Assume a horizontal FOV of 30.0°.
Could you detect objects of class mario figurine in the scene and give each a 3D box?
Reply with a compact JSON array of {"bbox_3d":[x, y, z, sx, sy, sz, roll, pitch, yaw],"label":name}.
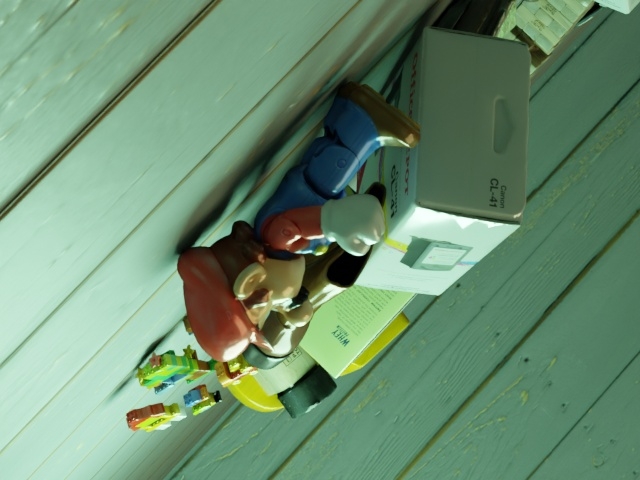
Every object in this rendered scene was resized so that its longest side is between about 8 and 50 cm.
[{"bbox_3d":[-0.010,0.000,1.247,0.320,0.170,0.198,-52,159,3],"label":"mario figurine"}]

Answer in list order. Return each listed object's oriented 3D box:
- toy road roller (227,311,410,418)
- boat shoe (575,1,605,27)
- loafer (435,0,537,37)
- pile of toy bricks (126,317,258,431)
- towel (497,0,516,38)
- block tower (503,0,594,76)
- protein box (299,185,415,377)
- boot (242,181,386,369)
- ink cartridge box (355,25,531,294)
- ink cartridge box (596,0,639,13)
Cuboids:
[{"bbox_3d":[-0.034,0.158,2.083,0.329,0.202,0.240,-39,-177,-28],"label":"toy road roller"},{"bbox_3d":[0.564,-0.516,2.399,0.079,0.095,0.254,-57,-171,-33],"label":"boat shoe"},{"bbox_3d":[0.223,-0.293,1.418,0.267,0.084,0.096,-51,175,33],"label":"loafer"},{"bbox_3d":[-0.187,0.166,1.555,0.212,0.118,0.105,-33,154,29],"label":"pile of toy bricks"},{"bbox_3d":[0.227,-0.295,1.619,0.110,0.027,0.148,-46,164,-7],"label":"towel"},{"bbox_3d":[0.358,-0.346,2.019,0.335,0.091,0.097,-51,172,38],"label":"block tower"},{"bbox_3d":[0.031,0.057,1.797,0.201,0.200,0.136,-49,174,15],"label":"protein box"},{"bbox_3d":[0.000,0.000,1.457,0.264,0.096,0.280,-61,-175,-35],"label":"boot"},{"bbox_3d":[0.134,-0.083,1.419,0.306,0.131,0.226,120,-24,-69],"label":"ink cartridge box"},{"bbox_3d":[0.462,-0.452,1.792,0.127,0.072,0.175,-46,142,-14],"label":"ink cartridge box"}]
